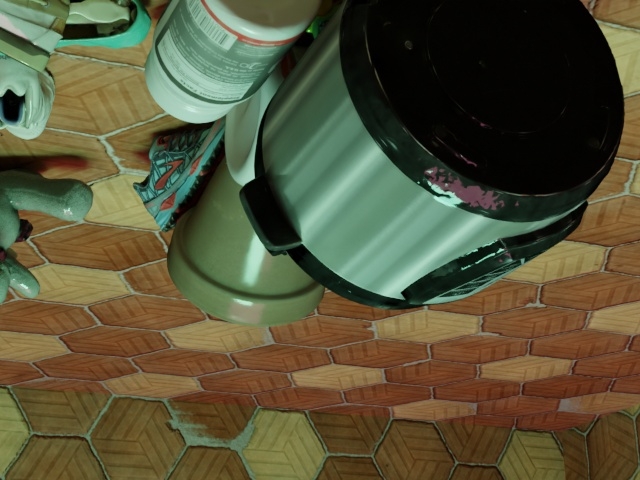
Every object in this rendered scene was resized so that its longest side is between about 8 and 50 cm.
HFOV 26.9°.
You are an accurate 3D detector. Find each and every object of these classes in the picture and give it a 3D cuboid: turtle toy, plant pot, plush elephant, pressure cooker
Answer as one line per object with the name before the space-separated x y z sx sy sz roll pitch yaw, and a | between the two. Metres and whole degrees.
turtle toy | 0.046 -0.284 1.809 0.130 0.066 0.095 -2 159 2
plant pot | -0.090 -0.034 2.074 0.263 0.263 0.229 5 128 -18
plush elephant | -0.575 0.009 2.285 0.330 0.272 0.255 23 149 15
pressure cooker | 0.123 -0.119 1.642 0.369 0.376 0.420 23 148 -15

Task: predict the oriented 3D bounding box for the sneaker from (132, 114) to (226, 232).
sneaker | -0.221 -0.130 2.142 0.262 0.125 0.104 -49 171 34

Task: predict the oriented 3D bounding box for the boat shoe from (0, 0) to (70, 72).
boat shoe | -0.448 -0.320 1.618 0.302 0.103 0.113 29 179 -27

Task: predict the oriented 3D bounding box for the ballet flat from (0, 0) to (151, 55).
ballet flat | -0.343 -0.292 1.738 0.247 0.083 0.087 -4 165 -12

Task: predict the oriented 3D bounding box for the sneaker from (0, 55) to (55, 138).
sneaker | -0.439 -0.205 1.897 0.111 0.129 0.297 -2 161 -5

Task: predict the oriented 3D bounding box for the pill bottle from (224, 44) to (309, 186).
pill bottle | 0.060 -0.161 1.934 0.362 0.210 0.210 7 158 -19

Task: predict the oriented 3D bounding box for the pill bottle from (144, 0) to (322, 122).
pill bottle | -0.120 -0.268 1.706 0.161 0.161 0.283 7 158 -21
